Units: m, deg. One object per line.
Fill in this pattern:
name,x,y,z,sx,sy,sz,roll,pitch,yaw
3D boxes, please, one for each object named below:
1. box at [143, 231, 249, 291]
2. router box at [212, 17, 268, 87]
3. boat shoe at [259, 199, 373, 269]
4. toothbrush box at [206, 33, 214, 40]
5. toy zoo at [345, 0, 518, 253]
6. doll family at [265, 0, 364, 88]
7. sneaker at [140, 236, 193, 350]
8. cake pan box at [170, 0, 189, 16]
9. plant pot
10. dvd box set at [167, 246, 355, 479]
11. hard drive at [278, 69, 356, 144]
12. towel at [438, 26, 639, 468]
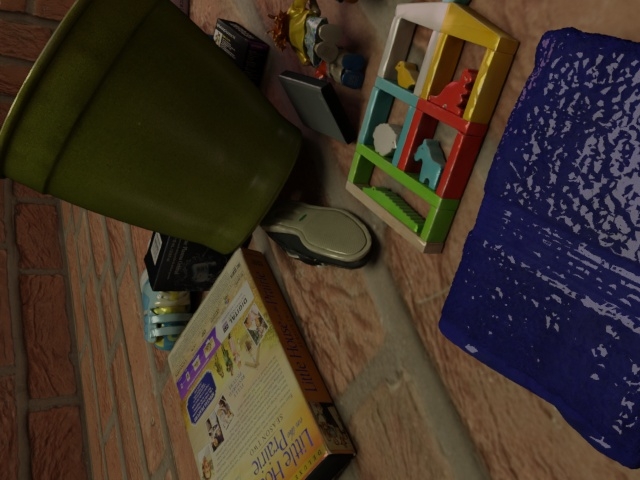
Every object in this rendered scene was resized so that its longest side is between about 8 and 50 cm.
box,-0.239,0.014,1.215,0.156,0.158,0.093,-64,38,35
router box,-0.167,-0.340,1.222,0.179,0.046,0.133,49,129,48
boat shoe,0.000,0.000,0.922,0.233,0.084,0.079,19,143,51
toothbrush box,-0.329,-0.293,1.327,0.126,0.216,0.295,-35,61,54
toy zoo,0.123,-0.157,0.745,0.192,0.030,0.293,46,128,50
doll family,-0.004,-0.344,0.880,0.163,0.118,0.263,45,126,51
sneaker,-0.317,0.120,1.380,0.319,0.127,0.208,124,139,-56
cake pan box,-0.431,-0.583,1.579,0.246,0.070,0.267,10,97,35
plant pot,-0.231,-0.163,0.968,0.366,0.353,0.366,-51,18,24
dvd box set,-0.125,0.262,1.056,0.307,0.062,0.420,-55,43,25
hard drive,-0.005,-0.196,0.919,0.135,0.022,0.094,35,160,54
towel,0.233,-0.004,0.526,0.228,0.076,0.308,36,119,46
